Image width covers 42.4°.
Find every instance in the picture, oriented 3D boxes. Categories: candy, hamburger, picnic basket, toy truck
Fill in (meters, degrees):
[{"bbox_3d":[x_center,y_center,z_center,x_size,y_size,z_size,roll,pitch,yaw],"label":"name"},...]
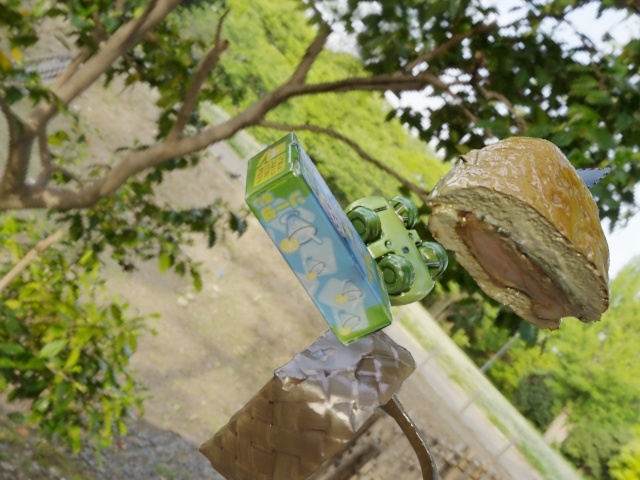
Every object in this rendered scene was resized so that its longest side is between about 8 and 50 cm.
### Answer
[{"bbox_3d":[0.000,0.000,0.810,0.194,0.062,0.097,57,12,-26],"label":"candy"},{"bbox_3d":[0.281,-0.040,1.138,0.330,0.162,0.209,36,47,-30],"label":"hamburger"},{"bbox_3d":[0.040,0.311,1.211,0.337,0.337,0.293,46,42,9],"label":"picnic basket"},{"bbox_3d":[0.082,0.025,1.367,0.148,0.210,0.187,-19,91,-46],"label":"toy truck"}]

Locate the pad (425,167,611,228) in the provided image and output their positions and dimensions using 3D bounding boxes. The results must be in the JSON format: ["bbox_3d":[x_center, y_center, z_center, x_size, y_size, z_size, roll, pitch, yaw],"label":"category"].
[{"bbox_3d":[0.374,-0.079,1.573,0.269,0.270,0.012,4,-60,55],"label":"pad"}]
